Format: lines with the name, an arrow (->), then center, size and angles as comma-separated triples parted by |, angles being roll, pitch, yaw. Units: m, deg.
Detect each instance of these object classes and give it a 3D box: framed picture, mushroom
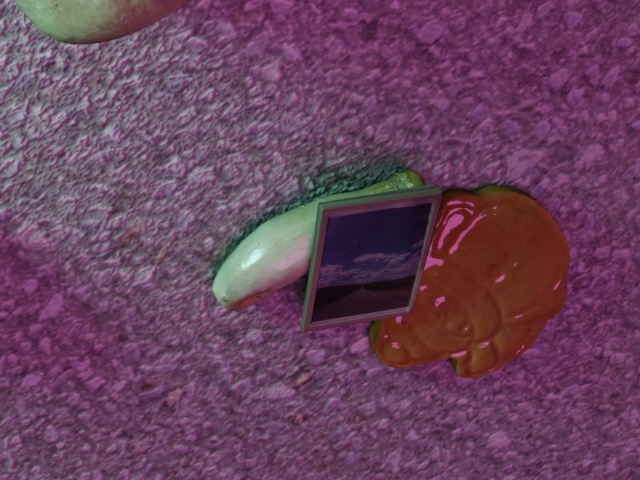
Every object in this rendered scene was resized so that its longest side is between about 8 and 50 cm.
framed picture -> 0.070, 0.028, 1.998 | 0.189, 0.023, 0.260 | -8, 136, -19
mushroom -> 0.000, 0.000, 2.015 | 0.351, 0.095, 0.123 | -25, 141, -2

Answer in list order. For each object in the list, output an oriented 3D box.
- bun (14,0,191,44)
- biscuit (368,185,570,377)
bun -> -0.264, -0.370, 1.607 | 0.281, 0.281, 0.205 | -34, 123, 2
biscuit -> 0.243, 0.080, 2.165 | 0.312, 0.057, 0.351 | 29, 106, -29
